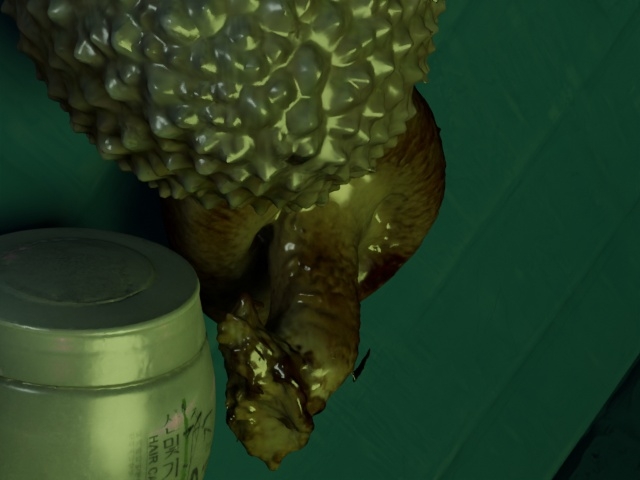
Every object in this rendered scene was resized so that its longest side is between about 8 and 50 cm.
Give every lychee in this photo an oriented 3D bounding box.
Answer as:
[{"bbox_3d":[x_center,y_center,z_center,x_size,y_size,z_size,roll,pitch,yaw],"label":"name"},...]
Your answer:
[{"bbox_3d":[-0.083,-0.212,1.539,0.380,0.432,0.380,-11,147,-7],"label":"lychee"}]

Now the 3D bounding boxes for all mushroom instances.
[{"bbox_3d":[-0.006,-0.020,1.828,0.334,0.356,0.331,-22,124,-14],"label":"mushroom"}]

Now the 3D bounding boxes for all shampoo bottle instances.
[{"bbox_3d":[-0.232,0.139,1.702,0.273,0.273,0.266,-19,125,-45],"label":"shampoo bottle"}]
